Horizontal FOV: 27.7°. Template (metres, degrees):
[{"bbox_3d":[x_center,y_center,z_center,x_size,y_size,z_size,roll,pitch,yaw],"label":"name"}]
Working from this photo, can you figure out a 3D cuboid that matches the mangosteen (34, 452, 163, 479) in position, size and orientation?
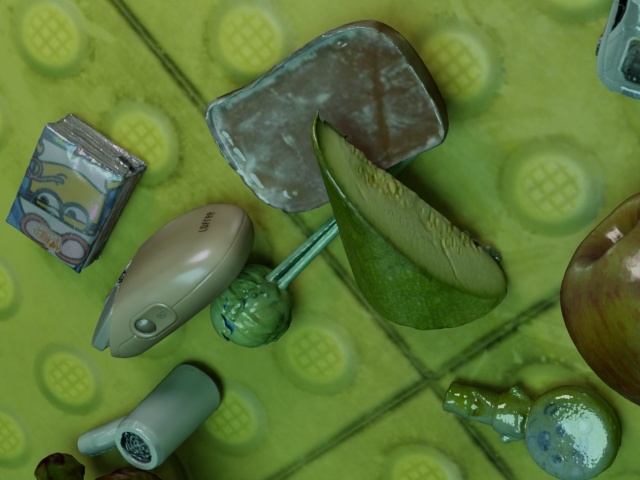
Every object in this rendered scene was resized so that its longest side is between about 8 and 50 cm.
[{"bbox_3d":[-0.236,0.465,1.580,0.382,0.382,0.435,-13,76,27],"label":"mangosteen"}]

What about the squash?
[{"bbox_3d":[0.087,-0.016,1.307,0.169,0.093,0.252,0,139,17],"label":"squash"}]

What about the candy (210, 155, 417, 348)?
[{"bbox_3d":[0.000,0.000,1.433,0.335,0.092,0.093,-43,55,24],"label":"candy"}]

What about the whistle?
[{"bbox_3d":[0.232,0.197,1.427,0.198,0.057,0.104,14,106,25],"label":"whistle"}]

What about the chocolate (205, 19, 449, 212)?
[{"bbox_3d":[0.013,-0.136,1.356,0.254,0.080,0.157,-26,107,36],"label":"chocolate"}]

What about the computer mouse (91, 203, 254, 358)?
[{"bbox_3d":[-0.172,0.041,1.471,0.082,0.145,0.236,42,126,-19],"label":"computer mouse"}]

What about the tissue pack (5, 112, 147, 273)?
[{"bbox_3d":[-0.289,-0.055,1.528,0.115,0.065,0.155,35,120,7],"label":"tissue pack"}]

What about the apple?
[{"bbox_3d":[0.335,0.055,1.226,0.188,0.211,0.211,40,121,-5],"label":"apple"}]

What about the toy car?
[{"bbox_3d":[0.315,-0.227,1.204,0.095,0.056,0.205,18,118,17],"label":"toy car"}]

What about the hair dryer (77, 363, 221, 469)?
[{"bbox_3d":[-0.240,0.233,1.609,0.236,0.131,0.073,-21,105,43],"label":"hair dryer"}]
